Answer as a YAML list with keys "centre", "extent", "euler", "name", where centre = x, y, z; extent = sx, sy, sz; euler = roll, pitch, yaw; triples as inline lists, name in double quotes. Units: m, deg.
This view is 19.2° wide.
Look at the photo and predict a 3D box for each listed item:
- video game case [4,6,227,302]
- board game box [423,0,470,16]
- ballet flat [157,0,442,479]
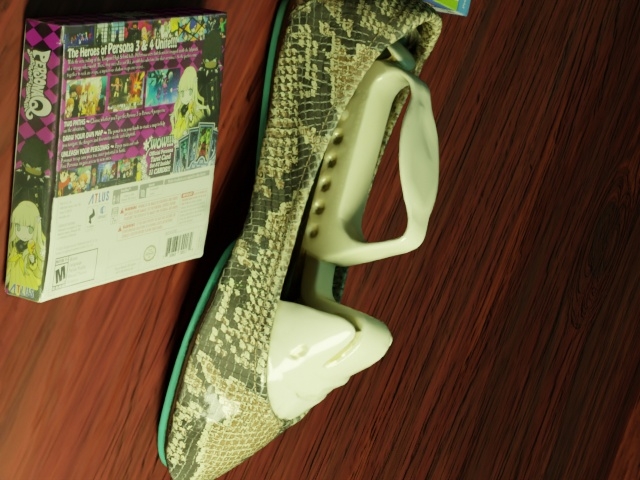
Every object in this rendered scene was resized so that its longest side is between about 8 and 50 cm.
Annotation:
- centre: [-0.155, -0.073, 1.475]
  extent: [0.232, 0.042, 0.210]
  euler: [-18, 118, -60]
  name: "video game case"
- centre: [0.099, -0.404, 1.780]
  extent: [0.233, 0.078, 0.347]
  euler: [8, 95, -64]
  name: "board game box"
- centre: [0.000, 0.000, 1.659]
  extent: [0.164, 0.182, 0.482]
  euler: [28, 77, -64]
  name: "ballet flat"
